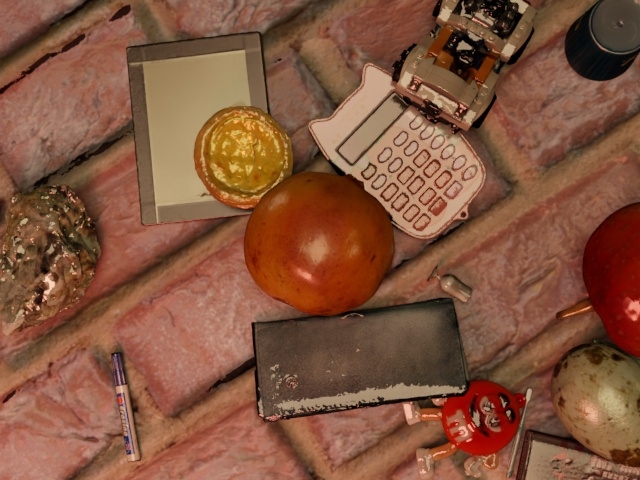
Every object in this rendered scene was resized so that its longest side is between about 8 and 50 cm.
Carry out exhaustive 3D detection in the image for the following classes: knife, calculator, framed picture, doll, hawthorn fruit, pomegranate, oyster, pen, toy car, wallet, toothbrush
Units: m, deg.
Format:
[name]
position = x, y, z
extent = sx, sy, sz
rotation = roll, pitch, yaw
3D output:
[knife]
position = 0.582, 0.223, 1.758
extent = 0.207, 0.014, 0.030
rotation = 28, 89, 3
[calculator]
position = 0.148, -0.153, 1.795
extent = 0.329, 0.048, 0.220
rotation = 45, 89, 3
[framed picture]
position = -0.223, -0.209, 1.834
extent = 0.264, 0.016, 0.347
rotation = -7, 86, 3
[doll]
position = 0.264, 0.328, 1.738
extent = 0.217, 0.085, 0.183
rotation = -16, 84, 11
[hawthorn fruit]
position = 0.559, 0.079, 1.659
extent = 0.330, 0.287, 0.287
rotation = -19, 85, 16
[pomegranate]
position = 0.000, 0.000, 1.700
extent = 0.264, 0.264, 0.265
rotation = 0, 86, 4
[oyster]
position = -0.503, 0.035, 1.789
extent = 0.198, 0.112, 0.268
rotation = -6, 89, 3
[pen]
position = -0.360, 0.307, 1.805
extent = 0.025, 0.025, 0.204
rotation = -11, 86, 3
[toy car]
position = 0.261, -0.348, 1.752
extent = 0.193, 0.118, 0.301
rotation = 31, 79, 4
[wallet]
position = 0.068, 0.210, 1.751
extent = 0.378, 0.046, 0.191
rotation = -8, 66, 4
[toothbrush]
position = 0.358, 0.347, 1.765
extent = 0.011, 0.014, 0.167
rotation = 14, 89, 6

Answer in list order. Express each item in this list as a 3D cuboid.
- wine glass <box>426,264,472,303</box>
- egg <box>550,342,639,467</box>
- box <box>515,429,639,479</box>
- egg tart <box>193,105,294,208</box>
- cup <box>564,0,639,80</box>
[wine glass]
position = 0.235, 0.081, 1.774
extent = 0.083, 0.042, 0.039
rotation = 35, 95, 1
[egg]
position = 0.496, 0.283, 1.677
extent = 0.169, 0.169, 0.231
rotation = -35, 71, 1
[box]
position = 0.463, 0.415, 1.727
extent = 0.224, 0.069, 0.120
rotation = 14, 87, 3
[egg tart]
position = -0.137, -0.149, 1.780
extent = 0.191, 0.074, 0.191
rotation = 0, 87, 3
[cup]
position = 0.523, -0.378, 1.727
extent = 0.131, 0.155, 0.176
rotation = 38, 91, 4
